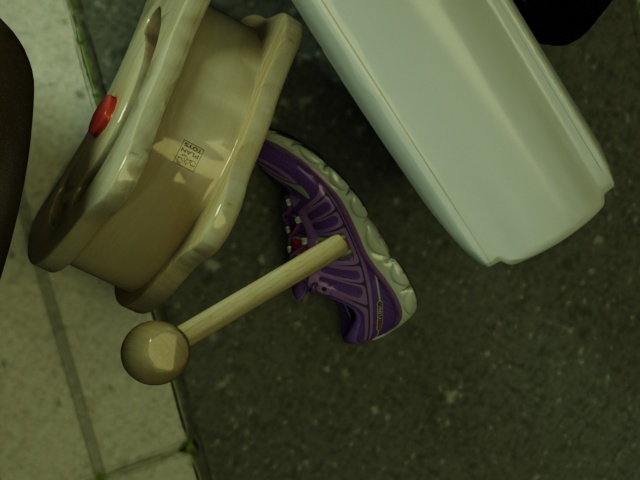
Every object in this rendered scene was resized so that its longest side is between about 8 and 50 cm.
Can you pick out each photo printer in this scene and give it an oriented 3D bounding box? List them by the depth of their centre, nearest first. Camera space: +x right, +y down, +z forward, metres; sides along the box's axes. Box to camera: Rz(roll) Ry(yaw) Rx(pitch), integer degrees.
[{"bbox_3d":[0.040,-0.153,0.942,0.107,0.256,0.307,-33,108,4],"label":"photo printer"}]

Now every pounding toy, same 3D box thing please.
[{"bbox_3d":[-0.077,-0.027,0.979,0.155,0.154,0.269,27,67,-21],"label":"pounding toy"}]

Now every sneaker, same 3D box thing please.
[{"bbox_3d":[0.000,0.000,1.045,0.071,0.068,0.170,-36,108,-7],"label":"sneaker"}]

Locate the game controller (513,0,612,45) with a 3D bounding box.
[{"bbox_3d":[0.104,-0.282,1.024,0.319,0.067,0.166,55,38,-17],"label":"game controller"}]

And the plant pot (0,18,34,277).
[{"bbox_3d":[-0.248,-0.037,0.855,0.215,0.215,0.230,47,36,-19],"label":"plant pot"}]
